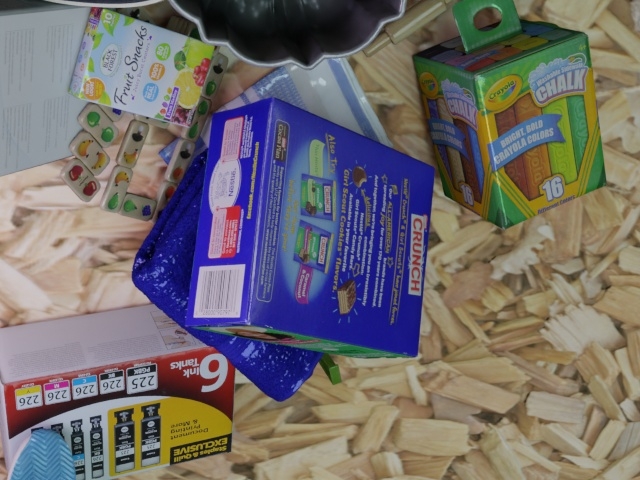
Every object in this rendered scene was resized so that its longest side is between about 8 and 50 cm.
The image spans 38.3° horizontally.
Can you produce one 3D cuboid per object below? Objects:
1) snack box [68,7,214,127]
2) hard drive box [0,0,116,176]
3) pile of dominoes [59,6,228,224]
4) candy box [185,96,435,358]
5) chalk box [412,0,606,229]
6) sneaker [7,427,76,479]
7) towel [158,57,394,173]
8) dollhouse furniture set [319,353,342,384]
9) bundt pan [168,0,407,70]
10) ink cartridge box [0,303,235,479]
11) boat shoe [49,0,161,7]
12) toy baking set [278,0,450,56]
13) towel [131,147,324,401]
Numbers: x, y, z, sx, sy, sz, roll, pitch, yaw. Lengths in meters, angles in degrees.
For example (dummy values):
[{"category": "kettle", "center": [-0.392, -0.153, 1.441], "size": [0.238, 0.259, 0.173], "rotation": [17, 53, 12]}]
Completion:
[{"category": "snack box", "center": [-0.197, -0.191, 1.027], "size": [0.141, 0.037, 0.100], "rotation": [12, 100, -38]}, {"category": "hard drive box", "center": [-0.334, -0.171, 0.985], "size": [0.232, 0.089, 0.181], "rotation": [-27, 135, -54]}, {"category": "pile of dominoes", "center": [-0.197, -0.142, 1.100], "size": [0.196, 0.040, 0.251], "rotation": [14, 99, -57]}, {"category": "candy box", "center": [0.000, 0.000, 1.163], "size": [0.317, 0.122, 0.268], "rotation": [17, 74, -44]}, {"category": "chalk box", "center": [0.255, -0.196, 1.268], "size": [0.180, 0.179, 0.289], "rotation": [-23, 117, -13]}, {"category": "sneaker", "center": [-0.365, 0.347, 1.188], "size": [0.087, 0.092, 0.229], "rotation": [0, 102, -25]}, {"category": "towel", "center": [-0.052, -0.123, 1.262], "size": [0.285, 0.034, 0.209], "rotation": [-34, 127, -5]}, {"category": "dollhouse furniture set", "center": [0.073, 0.170, 1.478], "size": [0.151, 0.058, 0.076], "rotation": [-21, 125, -15]}, {"category": "bundt pan", "center": [-0.038, -0.370, 1.049], "size": [0.330, 0.124, 0.331], "rotation": [-6, 118, -12]}, {"category": "ink cartridge box", "center": [-0.285, 0.242, 1.296], "size": [0.309, 0.130, 0.272], "rotation": [-9, 123, -22]}, {"category": "boat shoe", "center": [-0.337, -0.338, 0.835], "size": [0.500, 0.156, 0.187], "rotation": [19, 107, -25]}, {"category": "toy baking set", "center": [0.067, -0.339, 1.180], "size": [0.256, 0.030, 0.197], "rotation": [-38, 118, 6]}, {"category": "towel", "center": [-0.085, 0.047, 1.215], "size": [0.308, 0.076, 0.228], "rotation": [44, 60, -34]}]
